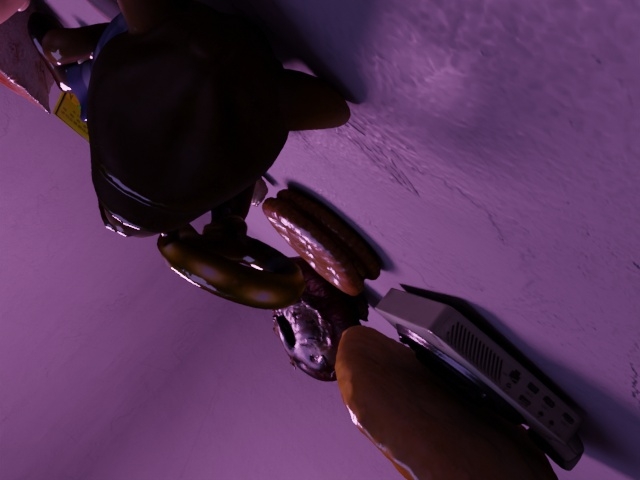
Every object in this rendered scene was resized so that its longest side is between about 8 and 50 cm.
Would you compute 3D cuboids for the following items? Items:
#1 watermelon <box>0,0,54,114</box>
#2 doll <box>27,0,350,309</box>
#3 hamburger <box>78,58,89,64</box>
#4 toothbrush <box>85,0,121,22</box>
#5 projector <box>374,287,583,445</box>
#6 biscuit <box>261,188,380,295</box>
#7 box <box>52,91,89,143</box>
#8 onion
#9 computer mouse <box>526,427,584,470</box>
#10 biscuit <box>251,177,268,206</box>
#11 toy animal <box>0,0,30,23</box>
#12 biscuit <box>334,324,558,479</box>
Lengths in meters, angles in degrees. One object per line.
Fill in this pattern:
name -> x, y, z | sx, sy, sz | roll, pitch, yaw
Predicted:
watermelon -> -0.642, -0.384, 1.223 | 0.232, 0.193, 0.310 | 17, 161, -22
doll -> -0.141, -0.097, 0.556 | 0.318, 0.209, 0.340 | 40, 171, -25
hamburger -> -0.402, -0.317, 1.109 | 0.133, 0.062, 0.140 | 39, 170, -3
toothbrush -> -0.197, -0.231, 0.746 | 0.307, 0.025, 0.029 | 40, 180, -3
projector -> 0.216, 0.183, 0.897 | 0.257, 0.079, 0.259 | 40, 173, -10
biscuit -> 0.000, 0.000, 0.968 | 0.220, 0.066, 0.220 | 41, 170, 9
box -> -0.503, -0.302, 1.346 | 0.141, 0.064, 0.220 | 43, 147, -15
onion -> 0.000, 0.172, 1.420 | 0.314, 0.232, 0.314 | 59, 169, 20
computer mouse -> 0.370, 0.306, 0.945 | 0.089, 0.056, 0.181 | 38, 172, 32
biscuit -> -0.173, -0.144, 1.015 | 0.219, 0.055, 0.061 | 44, -152, -15
toy animal -> -0.598, -0.445, 0.986 | 0.198, 0.171, 0.171 | 40, 173, -12
biscuit -> 0.205, 0.293, 0.966 | 0.429, 0.104, 0.446 | 36, -172, 4
